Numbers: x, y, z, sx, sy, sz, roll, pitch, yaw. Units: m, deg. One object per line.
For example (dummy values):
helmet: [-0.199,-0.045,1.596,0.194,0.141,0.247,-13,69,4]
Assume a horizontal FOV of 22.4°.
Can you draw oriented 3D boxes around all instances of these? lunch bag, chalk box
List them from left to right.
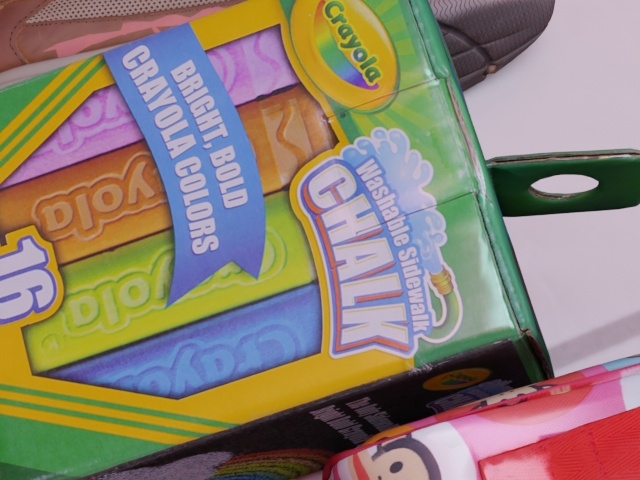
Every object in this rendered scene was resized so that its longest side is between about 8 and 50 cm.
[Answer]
chalk box: [0.000,0.000,0.724,0.289,0.180,0.179,-19,74,5]
lunch bag: [0.146,0.106,0.691,0.293,0.258,0.120,-13,73,-8]

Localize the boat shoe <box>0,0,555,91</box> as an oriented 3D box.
boat shoe: [-0.040,-0.118,0.829,0.324,0.123,0.116,-12,70,-10]
